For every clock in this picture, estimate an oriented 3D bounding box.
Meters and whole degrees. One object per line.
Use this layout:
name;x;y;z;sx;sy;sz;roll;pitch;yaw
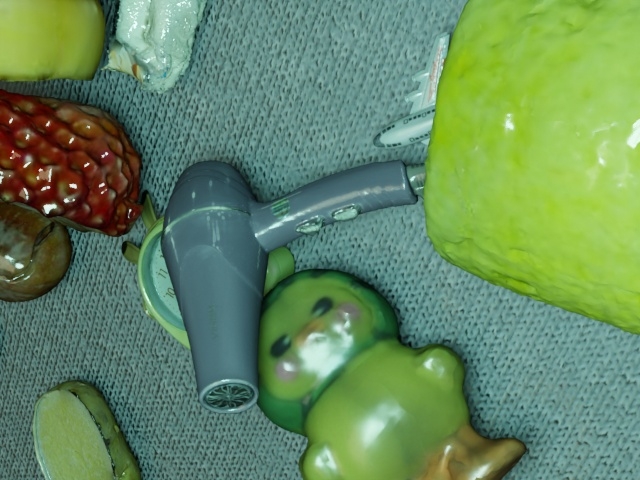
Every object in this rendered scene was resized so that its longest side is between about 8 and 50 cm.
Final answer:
clock;-0.153;0.034;1.498;0.232;0.069;0.170;34;118;18

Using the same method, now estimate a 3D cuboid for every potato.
potato;-0.304;0.282;1.654;0.164;0.081;0.200;-23;90;41

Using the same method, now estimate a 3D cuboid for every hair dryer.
hair dryer;0.000;0.000;1.288;0.361;0.121;0.301;-22;49;14

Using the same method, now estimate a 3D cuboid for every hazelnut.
hazelnut;-0.403;0.015;1.589;0.154;0.143;0.143;27;117;4

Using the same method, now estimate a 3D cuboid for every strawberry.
strawberry;-0.356;-0.111;1.420;0.265;0.336;0.149;15;87;39

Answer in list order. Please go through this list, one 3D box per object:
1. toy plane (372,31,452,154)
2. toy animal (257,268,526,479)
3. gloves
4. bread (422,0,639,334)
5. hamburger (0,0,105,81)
toy plane;0.133;-0.131;1.287;0.171;0.065;0.162;-18;96;33
toy animal;0.052;0.182;1.352;0.216;0.191;0.338;-42;68;-7
gloves;-0.192;-0.255;1.433;0.114;0.070;0.153;31;111;28
bread;0.269;-0.096;1.067;0.308;0.348;0.348;17;113;30
hamburger;-0.419;-0.314;1.358;0.396;0.396;0.277;4;100;29
